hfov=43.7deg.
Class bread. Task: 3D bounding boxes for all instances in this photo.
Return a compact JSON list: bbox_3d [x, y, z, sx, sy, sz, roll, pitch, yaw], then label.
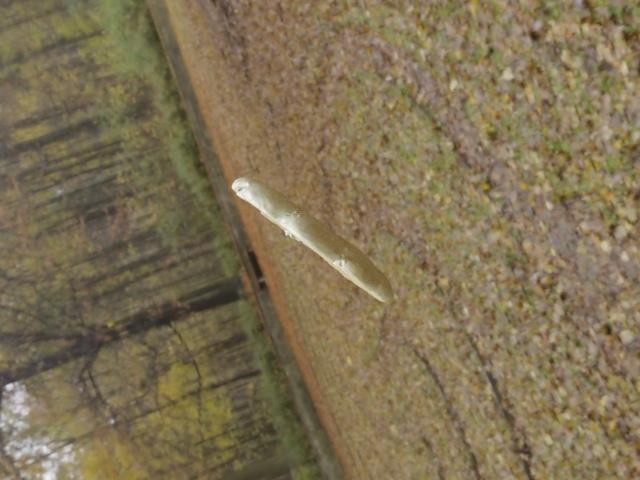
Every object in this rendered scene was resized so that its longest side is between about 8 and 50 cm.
[{"bbox_3d":[0.000,0.000,1.037,0.251,0.039,0.182,37,176,-22],"label":"bread"}]
